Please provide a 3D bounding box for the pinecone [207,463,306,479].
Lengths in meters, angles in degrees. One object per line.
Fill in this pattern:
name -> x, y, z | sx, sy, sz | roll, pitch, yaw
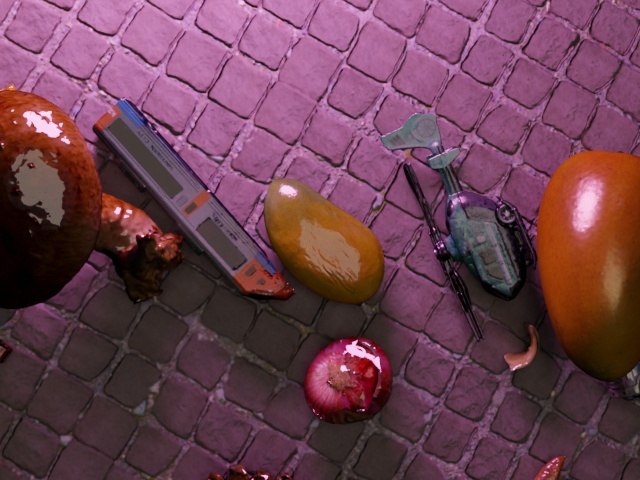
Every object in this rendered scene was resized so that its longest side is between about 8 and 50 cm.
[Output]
pinecone -> -0.092, 0.468, 1.711 | 0.257, 0.243, 0.243 | 28, 84, -26

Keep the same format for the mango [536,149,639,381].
mango -> 0.447, 0.030, 1.761 | 0.221, 0.264, 0.378 | 2, 68, 17

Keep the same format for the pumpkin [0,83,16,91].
pumpkin -> -0.506, -0.198, 1.767 | 0.083, 0.054, 0.074 | -22, 94, -29

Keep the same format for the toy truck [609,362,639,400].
toy truck -> 0.593, 0.160, 1.863 | 0.268, 0.124, 0.155 | -18, 83, -10

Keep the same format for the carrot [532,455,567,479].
carrot -> 0.342, 0.446, 1.856 | 0.057, 0.057, 0.224 | 31, 81, -5

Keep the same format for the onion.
onion -> 0.059, 0.235, 1.807 | 0.150, 0.140, 0.150 | -14, 59, 25

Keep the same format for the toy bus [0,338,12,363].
toy bus -> -0.532, 0.150, 1.753 | 0.110, 0.043, 0.031 | 35, 84, -5

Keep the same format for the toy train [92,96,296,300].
toy train -> -0.199, -0.046, 1.784 | 0.089, 0.086, 0.409 | -41, 94, -6

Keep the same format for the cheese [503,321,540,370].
cheese -> 0.338, 0.180, 1.862 | 0.041, 0.060, 0.084 | 31, 91, -6

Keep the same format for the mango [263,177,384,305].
mango -> -0.002, 0.007, 1.808 | 0.237, 0.091, 0.137 | 34, 78, 1

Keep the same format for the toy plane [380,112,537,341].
toy plane -> 0.239, -0.036, 1.839 | 0.155, 0.106, 0.382 | -24, 96, 4

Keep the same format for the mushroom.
mushroom -> -0.399, -0.064, 1.656 | 0.356, 0.331, 0.334 | -19, 72, -22
